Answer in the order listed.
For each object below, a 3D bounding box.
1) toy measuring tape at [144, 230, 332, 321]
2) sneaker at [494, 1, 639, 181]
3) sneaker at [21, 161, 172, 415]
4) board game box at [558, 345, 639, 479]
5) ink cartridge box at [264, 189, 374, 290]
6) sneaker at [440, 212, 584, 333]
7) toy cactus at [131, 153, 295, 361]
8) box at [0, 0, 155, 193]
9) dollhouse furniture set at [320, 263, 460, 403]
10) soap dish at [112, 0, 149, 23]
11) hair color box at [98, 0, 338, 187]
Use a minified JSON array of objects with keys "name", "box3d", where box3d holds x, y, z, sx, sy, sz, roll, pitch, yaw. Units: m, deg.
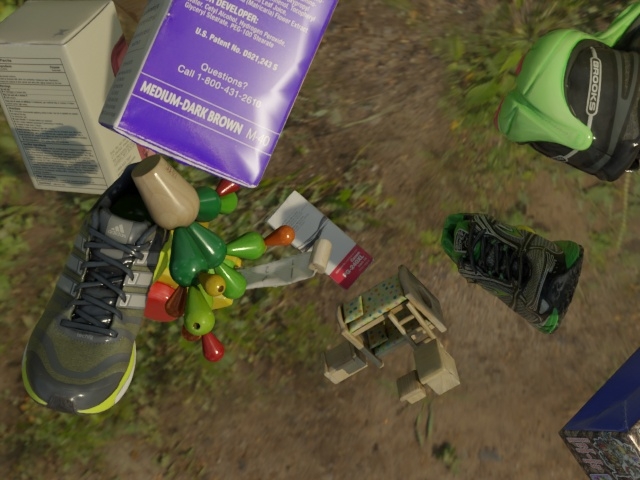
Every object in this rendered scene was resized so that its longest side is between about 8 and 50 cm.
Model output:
[{"name":"toy measuring tape","box3d":[-0.144,0.027,1.405,0.330,0.121,0.121,-14,98,37]},{"name":"sneaker","box3d":[0.393,-0.170,1.398,0.202,0.483,0.185,42,132,20]},{"name":"sneaker","box3d":[-0.214,0.037,1.134,0.111,0.300,0.121,13,135,-4]},{"name":"board game box","box3d":[0.496,0.291,1.512,0.232,0.141,0.291,-38,100,-25]},{"name":"ink cartridge box","box3d":[0.000,0.000,1.642,0.150,0.109,0.063,42,90,1]},{"name":"sneaker","box3d":[0.264,0.039,1.668,0.146,0.343,0.134,17,94,-15]},{"name":"toy cactus","box3d":[-0.115,-0.006,1.131,0.112,0.219,0.180,-14,128,28]},{"name":"box","box3d":[-0.331,-0.191,1.554,0.148,0.127,0.232,6,129,25]},{"name":"dollhouse furniture set","box3d":[0.068,0.149,1.518,0.182,0.161,0.101,-33,127,18]},{"name":"soap dish","box3d":[-0.070,-0.319,1.096,0.290,0.229,0.118,-18,118,11]},{"name":"hair color box","box3d":[-0.038,-0.213,0.803,0.110,0.185,0.339,22,92,-15]}]
